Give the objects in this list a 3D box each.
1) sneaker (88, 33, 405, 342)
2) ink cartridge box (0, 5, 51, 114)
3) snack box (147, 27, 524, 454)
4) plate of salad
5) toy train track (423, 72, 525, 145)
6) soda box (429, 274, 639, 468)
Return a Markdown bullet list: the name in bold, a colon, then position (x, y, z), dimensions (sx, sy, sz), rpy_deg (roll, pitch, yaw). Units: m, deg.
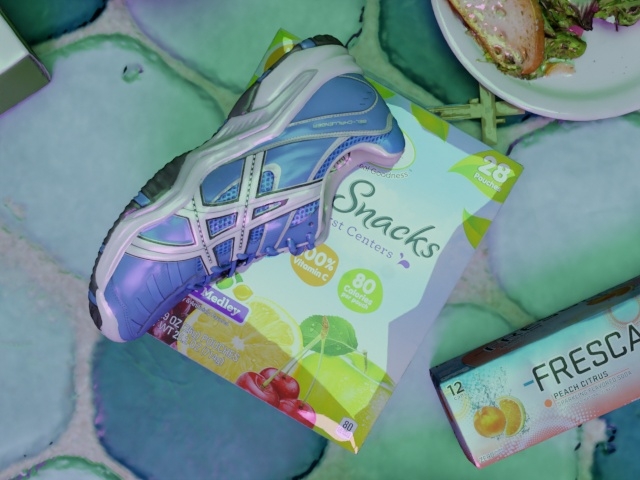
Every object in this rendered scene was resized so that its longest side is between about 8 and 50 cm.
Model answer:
- **sneaker**: position (-0.043, -0.015, 0.456), dimensions (0.211, 0.080, 0.081), rpy_deg (-45, 82, 5)
- **ink cartridge box**: position (-0.296, -0.096, 0.525), dimensions (0.209, 0.062, 0.109), rpy_deg (-36, 89, -8)
- **snack box**: position (0.000, 0.000, 0.529), dimensions (0.174, 0.070, 0.207), rpy_deg (29, 92, 2)
- **plate of salad**: position (0.170, -0.178, 0.534), dimensions (0.200, 0.048, 0.200), rpy_deg (0, 86, -2)
- **toy train track**: position (0.095, -0.087, 0.559), dimensions (0.083, 0.014, 0.048), rpy_deg (-4, 97, 7)
- **soda box**: position (0.166, 0.079, 0.535), dimensions (0.183, 0.058, 0.063), rpy_deg (-24, 90, 0)
